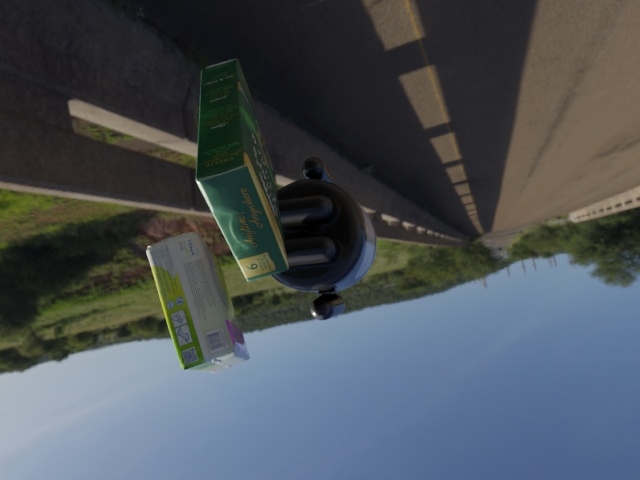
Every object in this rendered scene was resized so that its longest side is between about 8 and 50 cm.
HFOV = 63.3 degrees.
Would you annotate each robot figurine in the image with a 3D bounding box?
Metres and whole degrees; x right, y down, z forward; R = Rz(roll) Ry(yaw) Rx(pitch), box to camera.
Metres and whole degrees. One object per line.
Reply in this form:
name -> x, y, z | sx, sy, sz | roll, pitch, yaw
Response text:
robot figurine -> 0.002, -0.002, 0.837 | 0.209, 0.173, 0.278 | -57, 165, 2

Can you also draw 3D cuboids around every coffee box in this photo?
coffee box -> -0.068, -0.067, 0.453 | 0.040, 0.184, 0.113 | -15, 131, 2

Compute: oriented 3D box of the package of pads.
package of pads -> -0.219, 0.123, 0.976 | 0.101, 0.229, 0.296 | -19, 167, -8
